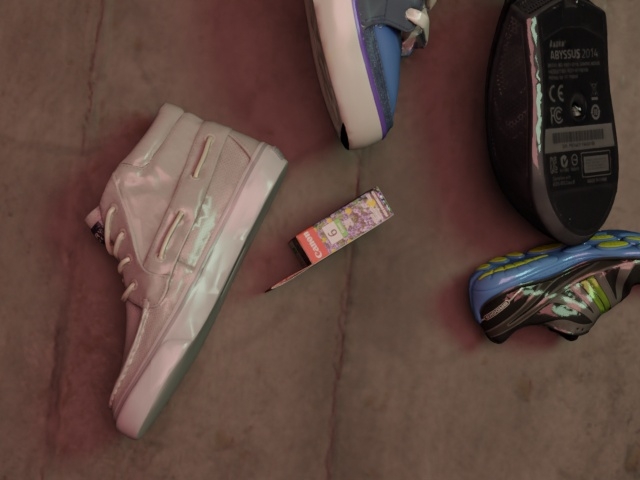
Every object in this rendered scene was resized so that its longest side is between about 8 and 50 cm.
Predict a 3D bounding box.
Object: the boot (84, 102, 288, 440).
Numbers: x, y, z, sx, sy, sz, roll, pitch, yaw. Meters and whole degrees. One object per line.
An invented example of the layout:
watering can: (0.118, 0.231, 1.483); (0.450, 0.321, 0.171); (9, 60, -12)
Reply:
boot: (-0.133, 0.020, 1.346); (0.123, 0.095, 0.258); (26, 74, 3)

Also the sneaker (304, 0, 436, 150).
sneaker: (0.101, -0.245, 1.369); (0.236, 0.130, 0.323); (-8, 80, -3)

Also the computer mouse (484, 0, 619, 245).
computer mouse: (0.184, -0.132, 1.383); (0.188, 0.072, 0.272); (-1, 91, -47)

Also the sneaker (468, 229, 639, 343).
sneaker: (0.213, 0.039, 1.395); (0.188, 0.067, 0.078); (-13, 107, -9)

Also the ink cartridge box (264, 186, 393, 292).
ink cartridge box: (0.000, 0.000, 1.368); (0.115, 0.063, 0.029); (-31, 89, -8)
